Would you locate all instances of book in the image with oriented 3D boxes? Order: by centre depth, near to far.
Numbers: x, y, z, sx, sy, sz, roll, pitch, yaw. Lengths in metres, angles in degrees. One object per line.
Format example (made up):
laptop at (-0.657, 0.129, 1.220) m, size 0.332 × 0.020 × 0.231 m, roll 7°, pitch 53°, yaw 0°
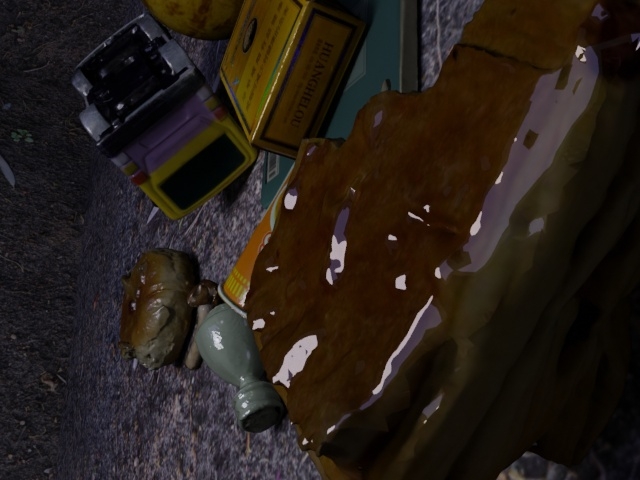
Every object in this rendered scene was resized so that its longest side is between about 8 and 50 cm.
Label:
book at (0.013, -0.216, 0.924) m, size 0.379 × 0.031 × 0.264 m, roll -26°, pitch 56°, yaw 58°

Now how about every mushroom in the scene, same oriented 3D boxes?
mushroom at (-0.217, 0.155, 1.201) m, size 0.060 × 0.061 × 0.187 m, roll 44°, pitch 123°, yaw 54°

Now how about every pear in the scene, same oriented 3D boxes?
pear at (-0.205, -0.500, 1.209) m, size 0.280 × 0.280 × 0.281 m, roll -37°, pitch 47°, yaw 53°

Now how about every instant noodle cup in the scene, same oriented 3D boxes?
instant noodle cup at (0.000, 0.000, 0.734) m, size 0.185 × 0.168 × 0.168 m, roll -65°, pitch 27°, yaw 8°

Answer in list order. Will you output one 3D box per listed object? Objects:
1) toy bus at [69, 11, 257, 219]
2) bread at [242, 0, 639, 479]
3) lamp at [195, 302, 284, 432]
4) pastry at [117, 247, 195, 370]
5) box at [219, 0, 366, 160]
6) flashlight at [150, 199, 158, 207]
toy bus at (-0.300, -0.249, 1.281) m, size 0.209 × 0.249 × 0.440 m, roll -39°, pitch 38°, yaw 0°
bread at (0.103, -0.017, 0.479) m, size 0.370 × 0.191 × 0.314 m, roll -65°, pitch 24°, yaw 14°
lamp at (-0.106, 0.167, 0.929) m, size 0.106 × 0.106 × 0.193 m, roll -59°, pitch 41°, yaw 33°
pastry at (-0.335, 0.130, 1.371) m, size 0.257 × 0.120 × 0.236 m, roll 5°, pitch 83°, yaw 63°
box at (-0.055, -0.262, 0.950) m, size 0.193 × 0.084 × 0.301 m, roll -63°, pitch 27°, yaw 22°
flashlight at (-0.310, -0.183, 1.499) m, size 0.093 × 0.093 × 0.232 m, roll -19°, pitch 59°, yaw 60°
